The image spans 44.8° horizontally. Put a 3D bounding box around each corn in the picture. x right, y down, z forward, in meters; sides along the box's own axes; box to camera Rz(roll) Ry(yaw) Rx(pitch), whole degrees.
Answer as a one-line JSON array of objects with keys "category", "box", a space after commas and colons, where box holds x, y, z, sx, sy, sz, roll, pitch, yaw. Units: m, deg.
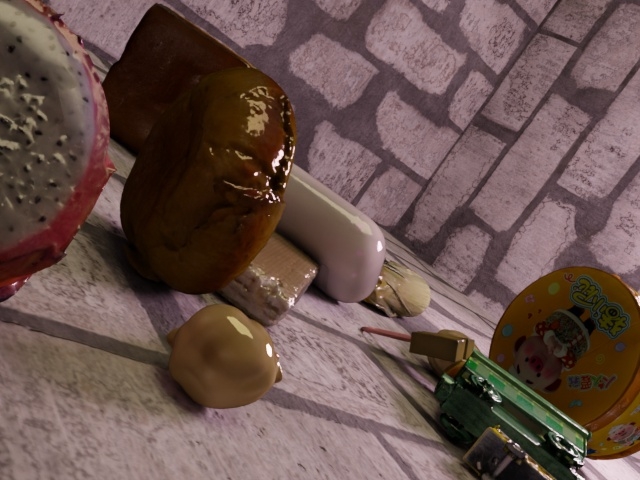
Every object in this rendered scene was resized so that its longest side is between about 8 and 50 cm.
[{"category": "corn", "box": [0.183, 0.122, 1.994, 0.122, 0.123, 0.305, 45, 14, 34]}]

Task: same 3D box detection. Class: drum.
[{"category": "drum", "box": [0.621, 0.285, 1.817, 0.214, 0.431, 0.431, 31, 9, -32]}]

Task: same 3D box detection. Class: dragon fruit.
[{"category": "dragon fruit", "box": [-0.319, -0.080, 0.650, 0.290, 0.291, 0.189, 32, -26, -24]}]

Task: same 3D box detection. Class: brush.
[{"category": "brush", "box": [0.189, 0.206, 1.598, 0.233, 0.047, 0.103, 7, -3, 30]}]

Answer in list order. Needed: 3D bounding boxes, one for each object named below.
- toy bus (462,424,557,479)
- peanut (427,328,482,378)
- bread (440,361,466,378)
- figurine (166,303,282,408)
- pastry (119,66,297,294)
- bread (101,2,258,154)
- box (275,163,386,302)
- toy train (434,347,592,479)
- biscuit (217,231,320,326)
[{"category": "toy bus", "box": [0.332, 0.387, 1.201, 0.226, 0.081, 0.074, 39, 7, 24]}, {"category": "peanut", "box": [0.331, 0.287, 1.660, 0.274, 0.111, 0.125, 39, -7, 35]}, {"category": "bread", "box": [0.341, 0.332, 1.520, 0.245, 0.102, 0.094, 37, 1, 1]}, {"category": "figurine", "box": [-0.101, 0.126, 0.878, 0.114, 0.108, 0.196, 55, 2, 2]}, {"category": "pastry", "box": [-0.163, -0.088, 1.100, 0.163, 0.356, 0.356, 19, 15, -28]}, {"category": "bread", "box": [-0.321, -0.322, 1.785, 0.333, 0.324, 0.143, 35, 8, 12]}, {"category": "box", "box": [-0.018, -0.019, 1.679, 0.349, 0.141, 0.289, 37, -22, 13]}, {"category": "toy train", "box": [0.335, 0.328, 1.366, 0.300, 0.120, 0.202, 36, 16, 11]}, {"category": "biscuit", "box": [-0.086, 0.061, 1.393, 0.144, 0.079, 0.426, 37, 8, 3]}]
